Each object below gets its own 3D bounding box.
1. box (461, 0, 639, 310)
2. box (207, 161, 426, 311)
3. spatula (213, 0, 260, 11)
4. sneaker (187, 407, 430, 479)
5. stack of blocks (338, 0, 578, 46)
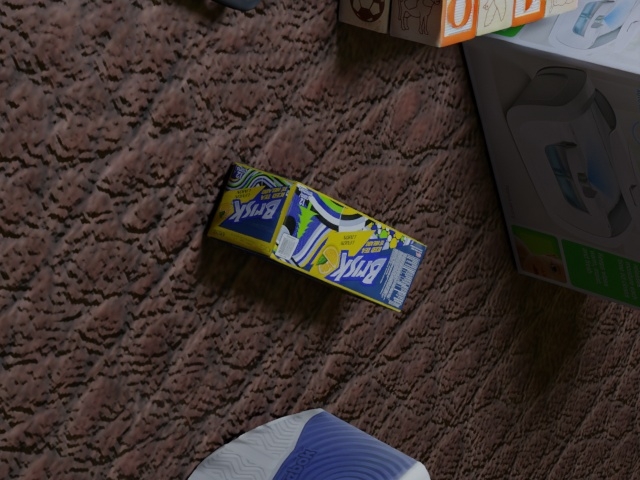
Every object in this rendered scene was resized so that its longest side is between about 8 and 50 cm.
[{"bbox_3d":[0.257,-0.074,1.301,0.127,0.231,0.262,-47,139,-29],"label":"box"},{"bbox_3d":[0.000,0.000,1.145,0.169,0.059,0.054,26,84,-54],"label":"box"},{"bbox_3d":[-0.125,-0.179,0.924,0.296,0.030,0.084,16,90,-54],"label":"spatula"},{"bbox_3d":[-0.059,0.272,1.157,0.315,0.127,0.182,-41,139,-25],"label":"sneaker"},{"bbox_3d":[0.143,-0.250,1.192,0.297,0.087,0.171,-22,123,-46],"label":"stack of blocks"}]
